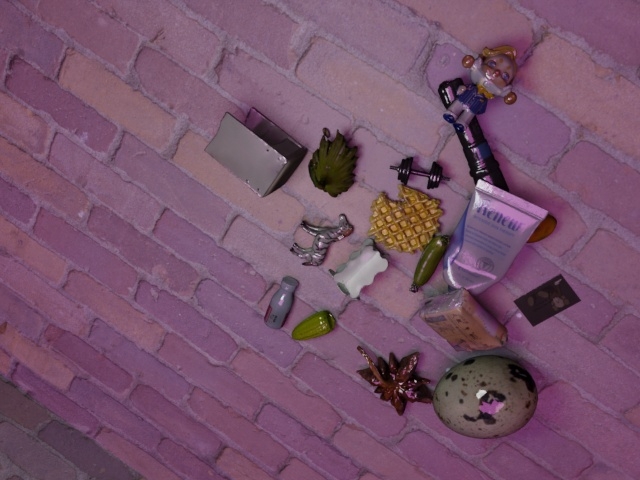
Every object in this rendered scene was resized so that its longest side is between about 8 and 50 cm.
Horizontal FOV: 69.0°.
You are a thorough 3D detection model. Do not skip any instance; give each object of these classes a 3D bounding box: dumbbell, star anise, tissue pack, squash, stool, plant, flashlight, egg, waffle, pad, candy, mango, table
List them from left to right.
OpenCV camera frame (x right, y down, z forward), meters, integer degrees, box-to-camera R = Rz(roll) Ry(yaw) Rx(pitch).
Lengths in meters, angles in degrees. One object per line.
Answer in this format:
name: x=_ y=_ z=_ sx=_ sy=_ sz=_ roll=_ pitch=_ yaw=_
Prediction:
stool: x=-0.219 y=-0.316 z=1.642 sx=0.269 sy=0.244 sz=0.170 roll=38 pitch=113 yaw=0
candy: x=-0.037 y=0.359 z=1.911 sx=0.209 sy=0.097 sz=0.097 roll=-29 pitch=99 yaw=28
plant: x=-0.005 y=-0.222 z=1.584 sx=0.180 sy=0.333 sz=0.251 roll=12 pitch=124 yaw=27
table: x=0.154 y=0.102 z=1.740 sx=0.166 sy=0.166 sz=0.198 roll=44 pitch=106 yaw=-2
star anise: x=0.296 y=0.567 z=1.880 sx=0.292 sy=0.109 sz=0.350 roll=-15 pitch=103 yaw=14
waffle: x=0.301 y=-0.071 z=1.688 sx=0.261 sy=0.056 sz=0.250 roll=20 pitch=113 yaw=4
dumbbell: x=0.340 y=-0.231 z=1.599 sx=0.208 sy=0.099 sz=0.099 roll=13 pitch=111 yaw=10
squash: x=0.392 y=0.071 z=1.671 sx=0.071 sy=0.080 sz=0.319 roll=40 pitch=140 yaw=20
tissue pack: x=0.500 y=0.293 z=1.655 sx=0.256 sy=0.123 sz=0.215 roll=38 pitch=142 yaw=-22
flashlight: x=0.496 y=-0.327 z=1.525 sx=0.103 sy=0.103 sz=0.424 roll=-23 pitch=100 yaw=21
egg: x=0.596 y=0.572 z=1.705 sx=0.379 sy=0.287 sz=0.288 roll=-26 pitch=101 yaw=38
mango: x=0.707 y=-0.043 z=1.569 sx=0.163 sy=0.089 sz=0.111 roll=12 pitch=111 yaw=3
pad: x=0.813 y=0.218 z=1.675 sx=0.190 sy=0.004 sz=0.127 roll=-38 pitch=96 yaw=23

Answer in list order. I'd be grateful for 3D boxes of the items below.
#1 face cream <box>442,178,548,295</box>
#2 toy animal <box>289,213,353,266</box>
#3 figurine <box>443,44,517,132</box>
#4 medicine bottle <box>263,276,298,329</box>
face cream: x=0.552 y=0.022 z=1.583 sx=0.234 sy=0.137 sz=0.421 roll=29 pitch=122 yaw=15
toy animal: x=-0.011 y=-0.014 z=1.778 sx=0.170 sy=0.090 sz=0.255 roll=41 pitch=116 yaw=-5
figurine: x=0.497 y=-0.454 z=1.419 sx=0.193 sy=0.133 sz=0.275 roll=18 pitch=94 yaw=0
medicine bottle: x=-0.159 y=0.255 z=1.905 sx=0.090 sy=0.090 sz=0.217 roll=26 pitch=112 yaw=6
